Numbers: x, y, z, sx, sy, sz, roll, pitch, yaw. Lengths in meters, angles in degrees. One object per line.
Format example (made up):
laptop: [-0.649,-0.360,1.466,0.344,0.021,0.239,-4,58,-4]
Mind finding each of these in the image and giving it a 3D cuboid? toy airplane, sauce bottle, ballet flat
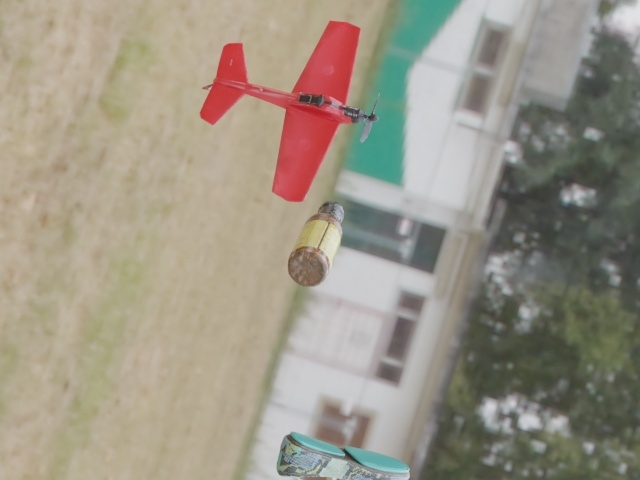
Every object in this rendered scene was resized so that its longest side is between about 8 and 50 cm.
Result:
toy airplane: [-0.026,-0.109,1.081,0.028,0.151,0.151,49,57,-66]
sauce bottle: [0.000,0.000,1.363,0.128,0.042,0.042,-62,170,-62]
ballet flat: [0.024,0.286,1.775,0.070,0.188,0.070,-39,-139,44]
